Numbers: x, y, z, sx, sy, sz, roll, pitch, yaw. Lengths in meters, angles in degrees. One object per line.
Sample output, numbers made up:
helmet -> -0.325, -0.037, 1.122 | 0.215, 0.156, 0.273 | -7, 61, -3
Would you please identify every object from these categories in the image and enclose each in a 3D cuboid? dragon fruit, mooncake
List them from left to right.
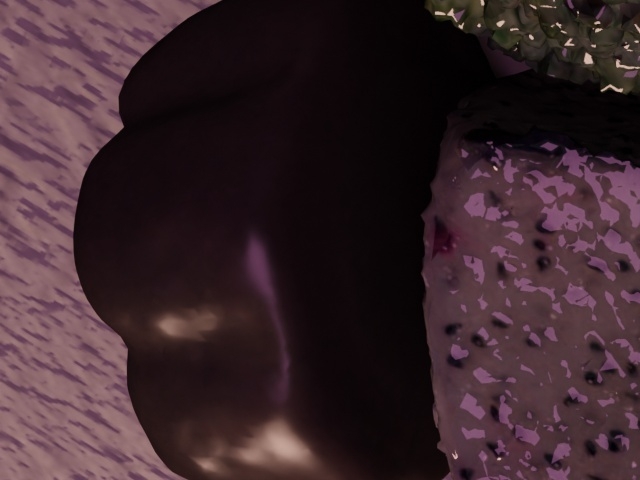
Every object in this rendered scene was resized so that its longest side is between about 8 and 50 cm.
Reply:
mooncake -> 0.000, 0.000, 0.701 | 0.133, 0.245, 0.245 | -8, 105, 31
dragon fruit -> 0.193, 0.046, 0.659 | 0.283, 0.204, 0.221 | 12, 107, 21

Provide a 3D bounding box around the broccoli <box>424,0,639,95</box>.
broccoli -> 0.156, -0.167, 0.549 | 0.277, 0.318, 0.338 | -2, 155, -17
